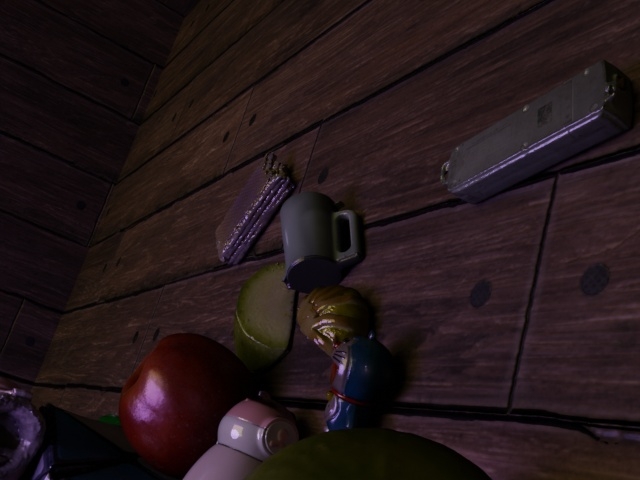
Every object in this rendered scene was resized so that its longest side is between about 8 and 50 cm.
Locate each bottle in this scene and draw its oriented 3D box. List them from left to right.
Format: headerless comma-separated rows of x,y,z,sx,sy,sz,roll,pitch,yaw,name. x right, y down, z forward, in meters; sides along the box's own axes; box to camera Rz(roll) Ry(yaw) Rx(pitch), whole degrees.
-0.112,0.330,1.085,0.147,0.147,0.236,-13,47,59,bottle

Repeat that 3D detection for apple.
-0.211,0.264,1.241,0.218,0.201,0.218,-49,11,13,apple

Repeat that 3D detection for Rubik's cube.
-0.360,0.478,1.234,0.310,0.307,0.305,-65,22,-3,Rubik's cube

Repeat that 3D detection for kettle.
-0.002,0.004,1.250,0.148,0.127,0.098,-96,8,-45,kettle

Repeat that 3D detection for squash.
-0.124,0.136,1.351,0.184,0.085,0.192,-38,34,42,squash

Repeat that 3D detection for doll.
0.045,0.185,0.980,0.114,0.085,0.152,-118,45,-82,doll

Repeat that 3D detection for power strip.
0.248,-0.118,0.910,0.272,0.052,0.078,-31,41,51,power strip

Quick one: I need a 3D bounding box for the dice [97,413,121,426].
-0.405,0.431,1.573,0.128,0.120,0.131,-19,52,56,dice

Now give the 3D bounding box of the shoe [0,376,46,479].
-0.534,0.356,1.116,0.198,0.172,0.351,-19,47,55,shoe

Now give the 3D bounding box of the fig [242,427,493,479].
0.036,0.324,0.662,0.316,0.316,0.316,-44,31,36,fig

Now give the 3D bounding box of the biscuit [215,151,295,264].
-0.137,-0.062,1.593,0.239,0.062,0.108,-54,29,24,biscuit

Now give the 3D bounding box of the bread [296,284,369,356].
0.025,0.113,1.102,0.094,0.083,0.157,-36,34,24,bread
